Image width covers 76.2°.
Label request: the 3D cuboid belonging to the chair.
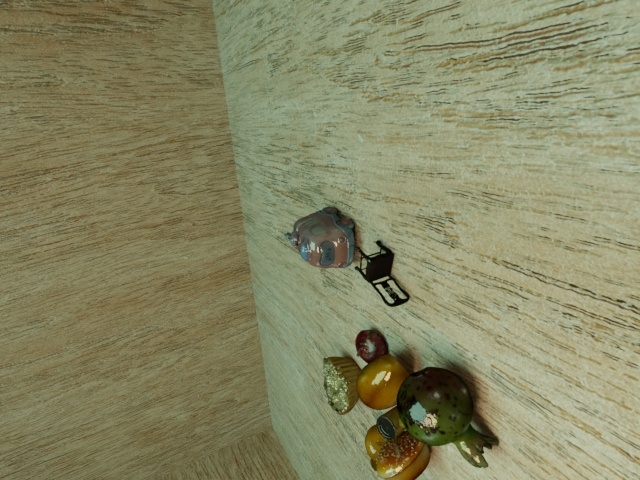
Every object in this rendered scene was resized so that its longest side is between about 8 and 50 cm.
[{"bbox_3d":[0.223,0.114,1.437,0.229,0.106,0.113,47,145,45],"label":"chair"}]

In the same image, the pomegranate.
[{"bbox_3d":[0.374,0.529,1.240,0.306,0.242,0.242,46,157,-8],"label":"pomegranate"}]

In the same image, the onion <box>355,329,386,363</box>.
[{"bbox_3d":[0.185,0.444,1.656,0.150,0.140,0.150,22,122,41],"label":"onion"}]

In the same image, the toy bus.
[{"bbox_3d":[0.000,0.000,1.700,0.294,0.232,0.197,45,141,50],"label":"toy bus"}]

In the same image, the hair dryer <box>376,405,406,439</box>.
[{"bbox_3d":[0.345,0.653,1.481,0.278,0.135,0.090,-30,75,48],"label":"hair dryer"}]

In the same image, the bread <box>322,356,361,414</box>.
[{"bbox_3d":[0.102,0.689,1.964,0.274,0.149,0.274,171,90,-70],"label":"bread"}]

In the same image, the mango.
[{"bbox_3d":[0.241,0.529,1.526,0.201,0.199,0.350,20,151,10],"label":"mango"}]

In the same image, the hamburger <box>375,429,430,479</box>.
[{"bbox_3d":[0.304,0.804,1.512,0.147,0.237,0.237,49,148,18],"label":"hamburger"}]

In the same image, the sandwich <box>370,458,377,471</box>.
[{"bbox_3d":[0.301,0.995,1.804,0.212,0.063,0.245,41,140,50],"label":"sandwich"}]

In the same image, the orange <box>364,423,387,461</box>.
[{"bbox_3d":[0.261,0.846,1.706,0.155,0.154,0.134,61,-177,29],"label":"orange"}]
